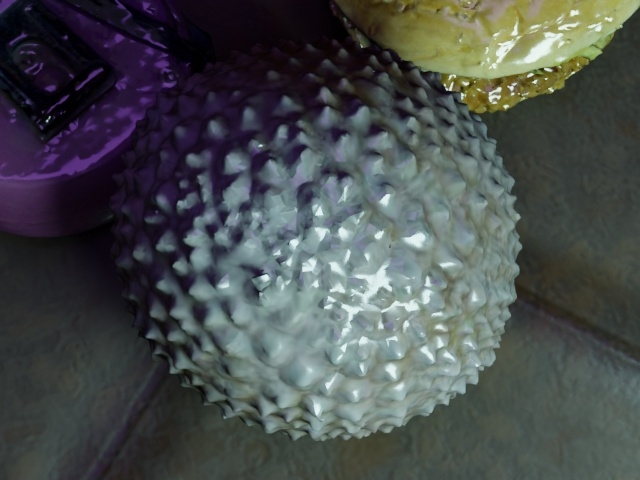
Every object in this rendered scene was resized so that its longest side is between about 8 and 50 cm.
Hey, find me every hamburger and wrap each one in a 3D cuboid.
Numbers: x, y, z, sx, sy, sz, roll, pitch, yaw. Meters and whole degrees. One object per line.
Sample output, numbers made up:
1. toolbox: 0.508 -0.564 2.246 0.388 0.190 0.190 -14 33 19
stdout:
1. hamburger: 0.124 -0.242 1.257 0.260 0.144 0.283 -22 77 -11

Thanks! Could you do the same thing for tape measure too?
1. tape measure: -0.214 -0.130 1.210 0.245 0.149 0.231 42 74 14

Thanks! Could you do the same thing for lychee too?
1. lychee: 0.004 -0.003 1.097 0.300 0.300 0.300 0 70 0
